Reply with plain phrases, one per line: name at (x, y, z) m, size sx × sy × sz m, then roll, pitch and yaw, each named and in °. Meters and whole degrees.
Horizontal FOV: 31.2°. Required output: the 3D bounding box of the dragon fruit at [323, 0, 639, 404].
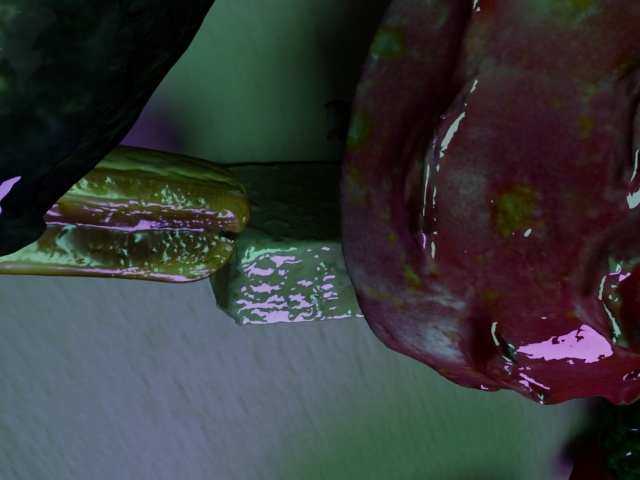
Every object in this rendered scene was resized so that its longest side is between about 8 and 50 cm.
dragon fruit at (0.206, -0.051, 0.786) m, size 0.371 × 0.249 × 0.386 m, roll -5°, pitch 109°, yaw -44°

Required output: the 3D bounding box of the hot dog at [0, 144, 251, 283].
hot dog at (-0.161, -0.023, 0.742) m, size 0.250 × 0.068 × 0.100 m, roll 6°, pitch 127°, yaw -31°

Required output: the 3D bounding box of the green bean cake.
green bean cake at (0.000, 0.000, 0.888) m, size 0.179 × 0.109 × 0.085 m, roll -3°, pitch 128°, yaw -22°

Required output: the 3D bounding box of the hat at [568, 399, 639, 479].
hat at (0.359, 0.214, 1.155) m, size 0.242 × 0.274 × 0.332 m, roll -1°, pitch 154°, yaw -36°

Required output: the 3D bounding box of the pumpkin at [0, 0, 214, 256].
pumpkin at (-0.255, -0.170, 0.475) m, size 0.454 × 0.344 × 0.454 m, roll -3°, pitch 122°, yaw -6°
